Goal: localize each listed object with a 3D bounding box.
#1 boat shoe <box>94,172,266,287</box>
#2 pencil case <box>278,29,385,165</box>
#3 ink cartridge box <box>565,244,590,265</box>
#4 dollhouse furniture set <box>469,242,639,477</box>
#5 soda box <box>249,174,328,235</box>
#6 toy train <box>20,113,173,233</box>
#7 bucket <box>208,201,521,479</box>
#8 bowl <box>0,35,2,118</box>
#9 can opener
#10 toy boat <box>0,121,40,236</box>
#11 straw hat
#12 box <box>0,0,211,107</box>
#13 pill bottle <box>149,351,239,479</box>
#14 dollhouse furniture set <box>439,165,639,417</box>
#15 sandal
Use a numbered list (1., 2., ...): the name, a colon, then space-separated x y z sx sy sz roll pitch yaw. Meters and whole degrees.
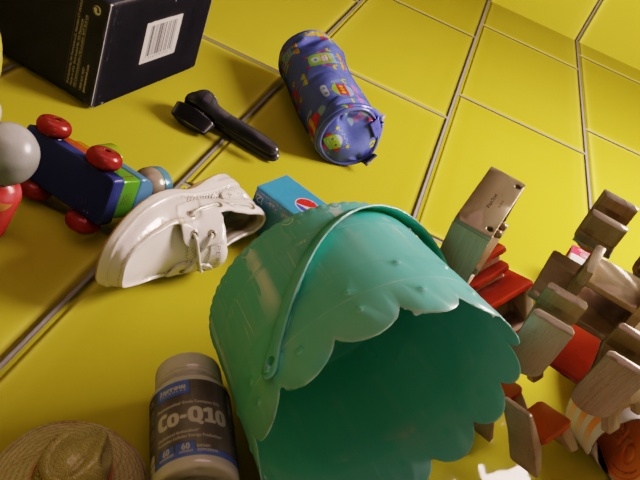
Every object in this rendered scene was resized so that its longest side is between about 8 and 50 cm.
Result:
1. boat shoe: -0.153 -0.007 0.907 0.096 0.098 0.277 32 33 13
2. pencil case: 0.017 -0.260 1.340 0.133 0.119 0.306 -17 45 -6
3. ink cartridge box: 0.419 0.085 1.170 0.109 0.063 0.150 31 35 9
4. dollhouse furniture set: 0.271 0.108 0.897 0.262 0.135 0.259 -27 30 -18
5. soda box: 0.000 0.000 1.022 0.210 0.067 0.071 38 35 19
6. toy train: -0.317 -0.107 0.959 0.248 0.105 0.143 31 18 21
7. bucket: 0.034 0.108 0.725 0.281 0.281 0.183 0 37 -32
8. bowl: -0.465 -0.168 0.855 0.156 0.289 0.289 53 5 -49
9. can opener: -0.146 -0.181 1.204 0.186 0.073 0.059 30 -5 2
10. toy boat: -0.396 -0.013 0.705 0.267 0.148 0.318 36 32 3
11. straw hat: -0.208 0.192 0.634 0.144 0.061 0.144 16 34 -11
12. box: -0.383 -0.395 1.226 0.294 0.183 0.296 29 33 10
13. pill bottle: -0.119 0.175 0.695 0.078 0.078 0.137 10 34 -21
14. dollhouse furniture set: 0.248 0.057 0.822 0.242 0.161 0.212 32 52 13
15. sandal: 0.342 0.203 0.940 0.076 0.102 0.265 18 26 -7
